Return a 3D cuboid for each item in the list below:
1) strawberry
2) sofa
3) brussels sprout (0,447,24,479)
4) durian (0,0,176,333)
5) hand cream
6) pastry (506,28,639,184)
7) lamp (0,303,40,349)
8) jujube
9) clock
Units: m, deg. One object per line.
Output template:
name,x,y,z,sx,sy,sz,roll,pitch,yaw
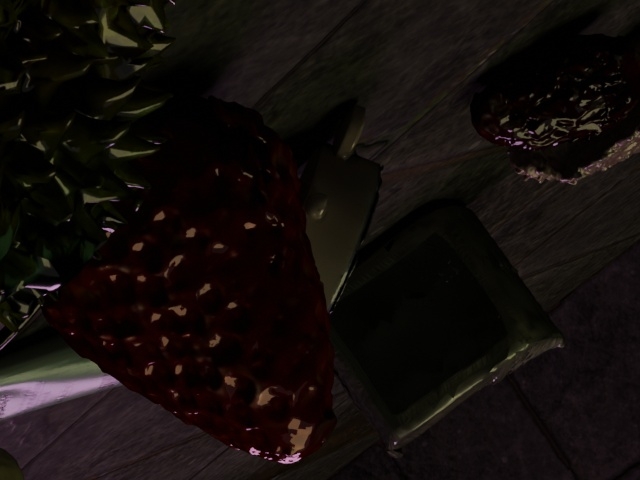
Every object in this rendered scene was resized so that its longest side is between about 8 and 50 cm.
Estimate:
strawberry,-0.070,0.035,1.211,0.205,0.244,0.205,-35,169,-8
sofa,0.120,0.095,2.056,0.225,0.210,0.176,-40,169,12
brussels sprout,-0.342,0.242,1.573,0.181,0.144,0.161,-7,129,-51
durian,-0.158,-0.088,0.599,0.291,0.225,0.291,-40,142,-43
hand cream,-0.265,0.127,1.532,0.321,0.067,0.109,-21,162,-31
pastry,0.313,-0.141,1.866,0.265,0.102,0.112,-31,152,14
lamp,-0.257,0.131,1.394,0.371,0.108,0.130,-37,170,0
jujube,0.213,-0.132,1.684,0.166,0.104,0.104,-19,166,-9
clock,0.000,0.000,1.502,0.155,0.063,0.229,-91,-158,-74
